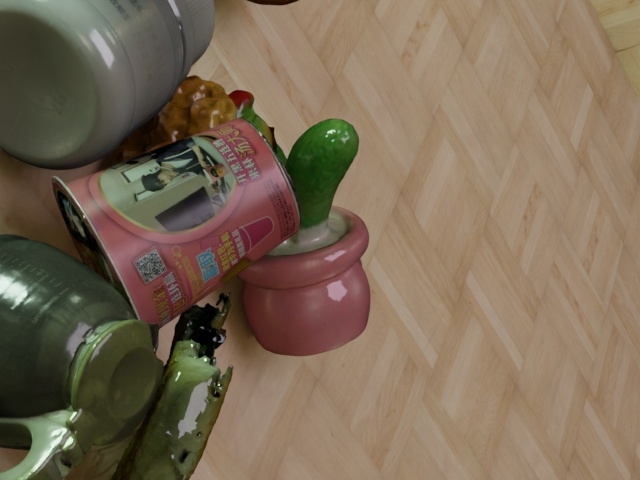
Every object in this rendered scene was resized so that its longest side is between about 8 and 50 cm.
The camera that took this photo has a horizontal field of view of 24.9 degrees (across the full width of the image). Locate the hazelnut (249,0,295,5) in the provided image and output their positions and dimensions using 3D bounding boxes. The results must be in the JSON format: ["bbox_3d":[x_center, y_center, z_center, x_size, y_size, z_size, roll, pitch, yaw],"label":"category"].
[{"bbox_3d":[-0.104,-0.536,2.200,0.372,0.315,0.372,-6,90,-86],"label":"hazelnut"}]

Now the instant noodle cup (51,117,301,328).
[{"bbox_3d":[-0.168,-0.026,1.788,0.255,0.244,0.244,-27,104,-15],"label":"instant noodle cup"}]

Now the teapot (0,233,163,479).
[{"bbox_3d":[-0.323,0.142,1.592,0.321,0.239,0.240,-25,124,-51],"label":"teapot"}]

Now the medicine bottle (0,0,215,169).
[{"bbox_3d":[-0.288,-0.251,1.841,0.245,0.245,0.306,64,34,-17],"label":"medicine bottle"}]

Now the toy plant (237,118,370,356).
[{"bbox_3d":[-0.057,-0.019,2.137,0.210,0.317,0.356,-34,121,-34],"label":"toy plant"}]

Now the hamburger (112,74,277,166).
[{"bbox_3d":[-0.185,-0.125,1.976,0.149,0.237,0.237,45,43,-31],"label":"hamburger"}]

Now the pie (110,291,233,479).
[{"bbox_3d":[-0.185,0.221,1.788,0.078,0.296,0.371,25,14,-7],"label":"pie"}]
